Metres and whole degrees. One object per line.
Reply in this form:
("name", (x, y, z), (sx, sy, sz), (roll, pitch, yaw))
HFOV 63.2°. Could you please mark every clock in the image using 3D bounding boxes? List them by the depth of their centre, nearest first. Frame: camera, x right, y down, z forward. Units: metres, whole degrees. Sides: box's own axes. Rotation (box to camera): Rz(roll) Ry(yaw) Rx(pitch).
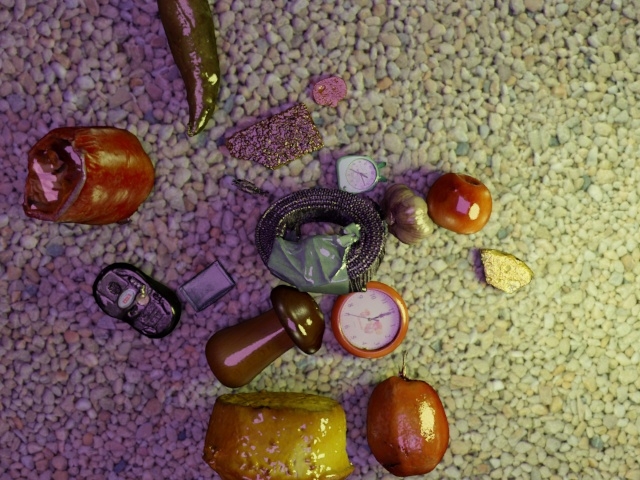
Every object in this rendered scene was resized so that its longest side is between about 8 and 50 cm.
("clock", (0.108, -0.171, 1.351), (0.135, 0.041, 0.101), (-5, 93, -1))
("clock", (0.129, 0.207, 1.365), (0.205, 0.051, 0.205), (0, 92, 0))

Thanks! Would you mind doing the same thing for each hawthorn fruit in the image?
("hawthorn fruit", (0.215, 0.430, 1.312), (0.211, 0.211, 0.299), (-1, 81, 0))

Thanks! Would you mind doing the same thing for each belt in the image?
("belt", (0.000, 0.000, 1.279), (0.324, 0.122, 0.260), (3, 66, 4))

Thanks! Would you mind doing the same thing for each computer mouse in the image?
("computer mouse", (-0.466, 0.152, 1.337), (0.233, 0.096, 0.137), (41, 97, -6))

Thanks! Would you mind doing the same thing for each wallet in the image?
("wallet", (-0.296, 0.122, 1.369), (0.129, 0.026, 0.088), (-36, 97, 0))

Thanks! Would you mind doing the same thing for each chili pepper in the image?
("chili pepper", (-0.559, -0.154, 1.221), (0.251, 0.305, 0.229), (-37, 87, 11))

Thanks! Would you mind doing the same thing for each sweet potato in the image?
("sweet potato", (-0.319, -0.474, 1.294), (0.130, 0.130, 0.423), (-8, 99, 0))

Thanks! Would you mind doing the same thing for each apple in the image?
("apple", (0.347, -0.094, 1.299), (0.163, 0.163, 0.139), (17, 105, -1))

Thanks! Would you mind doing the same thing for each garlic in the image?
("garlic", (0.206, -0.063, 1.306), (0.102, 0.147, 0.159), (-23, 77, -21))

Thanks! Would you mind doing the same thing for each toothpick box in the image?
("toothpick box", (-0.131, 0.240, 1.304), (0.294, 0.192, 0.192), (-32, 93, 8))

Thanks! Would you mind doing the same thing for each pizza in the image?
("pizza", (0.482, 0.081, 1.369), (0.160, 0.036, 0.099), (24, 92, -1))

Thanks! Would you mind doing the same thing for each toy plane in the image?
("toy plane", (-0.175, -0.131, 1.348), (0.120, 0.049, 0.031), (23, 93, -19))

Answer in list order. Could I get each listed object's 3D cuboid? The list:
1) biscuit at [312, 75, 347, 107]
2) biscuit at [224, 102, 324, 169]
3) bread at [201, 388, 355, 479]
("biscuit", (0.026, -0.383, 1.352), (0.091, 0.015, 0.078), (-15, 95, 1))
("biscuit", (-0.121, -0.254, 1.352), (0.236, 0.026, 0.131), (-25, 91, 0))
("bread", (-0.094, 0.468, 1.239), (0.358, 0.337, 0.204), (7, 85, -9))
